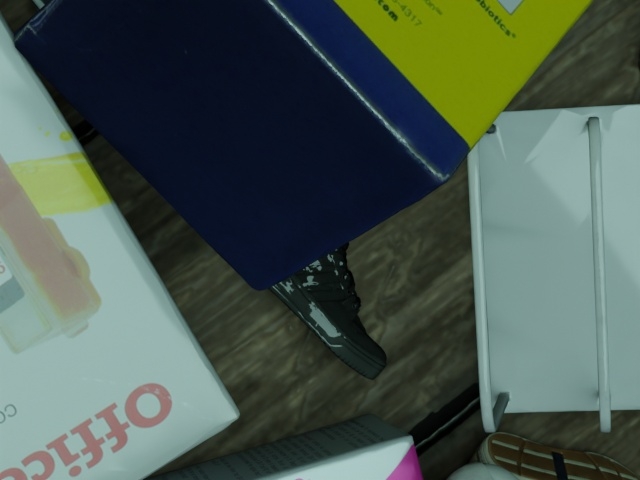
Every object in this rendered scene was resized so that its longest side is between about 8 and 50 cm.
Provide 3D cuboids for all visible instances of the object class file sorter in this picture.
[{"bbox_3d":[0.228,0.012,0.991,0.277,0.173,0.193,-3,93,9],"label":"file sorter"}]

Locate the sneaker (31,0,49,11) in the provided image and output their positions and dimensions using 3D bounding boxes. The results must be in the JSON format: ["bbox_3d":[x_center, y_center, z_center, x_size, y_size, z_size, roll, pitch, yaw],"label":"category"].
[{"bbox_3d":[-0.137,-0.266,0.984,0.126,0.127,0.321,-10,95,-11],"label":"sneaker"}]

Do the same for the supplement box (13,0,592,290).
[{"bbox_3d":[0.041,-0.177,0.914,0.195,0.194,0.356,46,56,-8],"label":"supplement box"}]

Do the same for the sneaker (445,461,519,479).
[{"bbox_3d":[0.150,0.231,1.067,0.095,0.090,0.235,-42,107,-45],"label":"sneaker"}]

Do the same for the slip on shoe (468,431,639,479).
[{"bbox_3d":[0.156,0.164,1.090,0.135,0.051,0.041,17,128,-18],"label":"slip on shoe"}]

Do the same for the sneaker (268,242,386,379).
[{"bbox_3d":[0.000,0.000,1.050,0.170,0.051,0.089,44,89,-5],"label":"sneaker"}]

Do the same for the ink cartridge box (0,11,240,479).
[{"bbox_3d":[-0.259,0.004,0.949,0.279,0.160,0.385,-32,97,-7],"label":"ink cartridge box"}]

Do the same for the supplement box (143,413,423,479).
[{"bbox_3d":[-0.046,0.191,1.018,0.220,0.114,0.111,-16,93,-11],"label":"supplement box"}]
